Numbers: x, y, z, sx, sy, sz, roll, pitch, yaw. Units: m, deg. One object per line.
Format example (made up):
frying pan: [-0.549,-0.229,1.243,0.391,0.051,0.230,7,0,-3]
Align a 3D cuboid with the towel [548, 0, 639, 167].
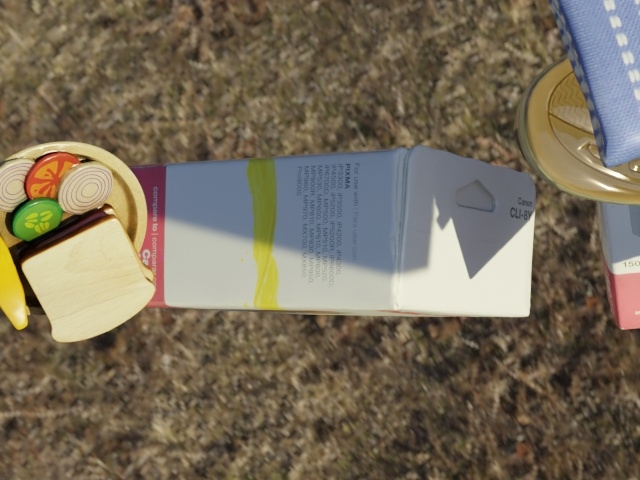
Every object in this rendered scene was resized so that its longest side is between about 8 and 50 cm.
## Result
towel: [0.222,-0.178,0.493,0.336,0.040,0.243,-15,77,-9]

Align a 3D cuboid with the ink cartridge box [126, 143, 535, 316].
ink cartridge box: [0.000,0.000,1.387,0.385,0.279,0.160,-1,85,36]

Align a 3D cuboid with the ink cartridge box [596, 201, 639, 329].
ink cartridge box: [0.331,-0.076,1.075,0.207,0.283,0.117,-7,35,13]

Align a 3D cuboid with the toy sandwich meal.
toy sandwich meal: [-0.102,0.002,0.509,0.085,0.085,0.029,-40,38,-4]

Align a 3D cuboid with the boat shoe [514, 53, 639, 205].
boat shoe: [0.236,-0.088,0.792,0.302,0.109,0.098,-17,8,-25]
